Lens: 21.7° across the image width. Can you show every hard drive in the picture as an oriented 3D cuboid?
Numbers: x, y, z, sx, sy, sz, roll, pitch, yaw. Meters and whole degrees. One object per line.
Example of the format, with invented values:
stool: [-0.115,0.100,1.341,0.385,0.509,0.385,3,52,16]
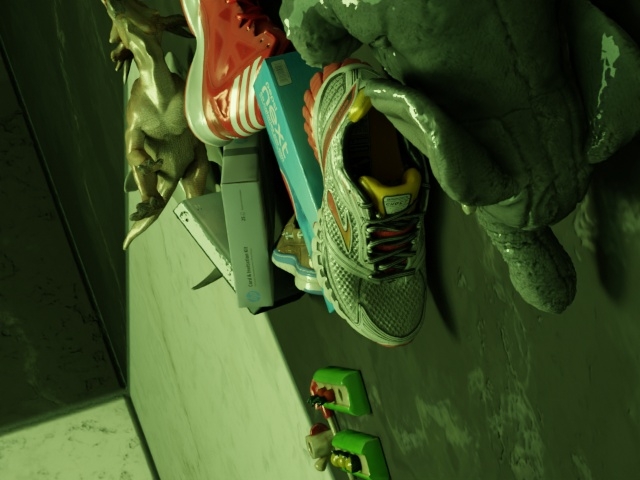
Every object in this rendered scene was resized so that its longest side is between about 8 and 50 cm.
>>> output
hard drive: [-0.079,0.011,1.676,0.022,0.094,0.135,-44,77,27]

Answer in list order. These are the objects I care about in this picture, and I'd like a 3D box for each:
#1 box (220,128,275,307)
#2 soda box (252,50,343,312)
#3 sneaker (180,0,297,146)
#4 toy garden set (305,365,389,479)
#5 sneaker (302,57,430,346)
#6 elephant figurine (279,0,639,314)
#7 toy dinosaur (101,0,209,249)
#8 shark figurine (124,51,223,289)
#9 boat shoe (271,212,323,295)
box: [-0.067,-0.049,1.608,0.186,0.038,0.145,-89,-5,-53]
soda box: [0.010,-0.052,1.383,0.071,0.067,0.210,130,123,-72]
sneaker: [-0.058,-0.201,1.507,0.128,0.087,0.221,-8,85,45]
toy garden set: [0.022,0.251,1.698,0.204,0.049,0.244,173,81,-75]
sneaker: [0.039,-0.022,1.272,0.093,0.088,0.225,-147,43,-66]
elephant figurine: [0.102,-0.081,0.920,0.169,0.186,0.239,-32,83,30]
toy dinosaur: [-0.169,-0.132,1.788,0.295,0.127,0.200,103,149,-46]
shark figurine: [-0.163,-0.056,1.927,0.166,0.116,0.278,110,143,-68]
boat shoe: [0.000,0.000,1.503,0.183,0.066,0.066,-139,55,-73]
